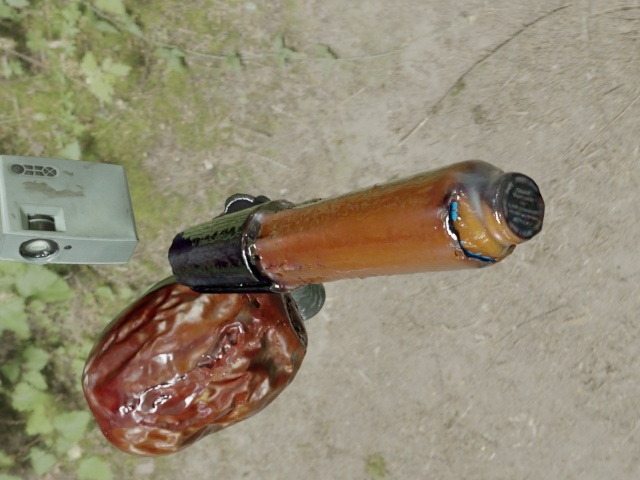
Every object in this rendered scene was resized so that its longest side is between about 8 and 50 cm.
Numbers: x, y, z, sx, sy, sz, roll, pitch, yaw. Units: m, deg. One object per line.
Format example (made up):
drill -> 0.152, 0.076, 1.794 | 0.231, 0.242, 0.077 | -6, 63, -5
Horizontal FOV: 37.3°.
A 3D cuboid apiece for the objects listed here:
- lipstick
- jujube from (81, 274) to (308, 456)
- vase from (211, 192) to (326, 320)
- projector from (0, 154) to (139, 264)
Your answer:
lipstick -> 0.000, 0.000, 0.720 | 0.418, 0.077, 0.077 | -9, 101, 55
jujube -> -0.134, 0.125, 1.034 | 0.243, 0.183, 0.183 | -28, 91, -2
vase -> -0.066, 0.037, 1.383 | 0.115, 0.237, 0.116 | -11, 57, 18
projector -> -0.288, -0.031, 1.061 | 0.061, 0.147, 0.115 | -58, 40, 42
